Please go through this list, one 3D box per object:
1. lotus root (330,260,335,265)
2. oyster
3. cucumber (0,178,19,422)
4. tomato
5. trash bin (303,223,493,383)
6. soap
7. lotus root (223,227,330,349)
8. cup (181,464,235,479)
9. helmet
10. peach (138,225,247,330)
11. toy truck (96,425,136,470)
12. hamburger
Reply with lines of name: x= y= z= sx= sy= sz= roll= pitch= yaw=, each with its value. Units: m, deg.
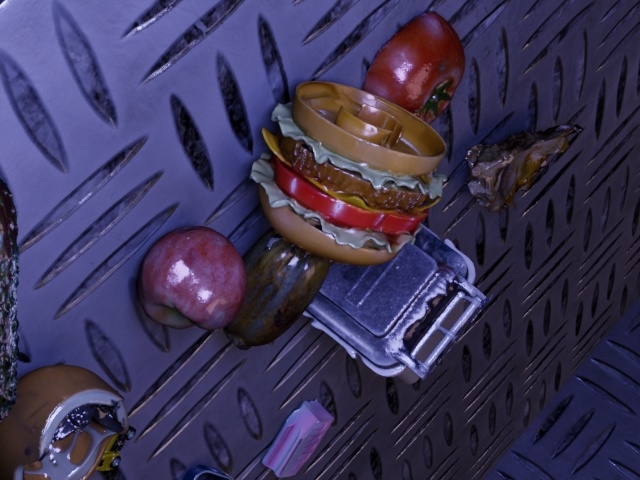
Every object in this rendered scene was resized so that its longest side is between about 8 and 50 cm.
lotus root: x=0.000 y=0.000 z=2.001 sx=0.179 sy=0.080 sz=0.089 roll=-28 pitch=126 yaw=-23
oyster: x=0.365 y=-0.138 z=2.452 sx=0.361 sy=0.096 sz=0.221 roll=-22 pitch=144 yaw=-48
cucumber: x=-0.387 y=0.059 z=1.424 sx=0.096 sy=0.096 sz=0.359 roll=-28 pitch=143 yaw=-43
tomato: x=0.158 y=-0.248 z=1.984 sx=0.225 sy=0.085 sz=0.225 roll=-43 pitch=153 yaw=-28
trash bin: x=0.140 y=0.121 z=2.183 sx=0.256 sy=0.296 sz=0.368 roll=-52 pitch=160 yaw=-8
soap: x=-0.040 y=0.386 z=2.443 sx=0.149 sy=0.056 sz=0.100 roll=-59 pitch=156 yaw=10
lotus root: x=-0.070 y=0.067 z=1.898 sx=0.241 sy=0.124 sz=0.123 roll=-51 pitch=-177 yaw=37
cup: x=-0.214 y=0.491 z=2.222 sx=0.155 sy=0.131 sz=0.176 roll=-35 pitch=119 yaw=-27
helmet: x=-0.361 y=0.248 z=1.652 sx=0.198 sy=0.130 sz=0.224 roll=-32 pitch=157 yaw=-35
peach: x=-0.171 y=0.052 z=1.734 sx=0.152 sy=0.152 sz=0.152 roll=-40 pitch=151 yaw=-28
toy truck: x=-0.324 y=0.305 z=1.876 sx=0.083 sy=0.049 sz=0.054 roll=-60 pitch=152 yaw=10
hamburger: x=0.034 y=-0.081 z=1.761 sx=0.274 sy=0.274 sz=0.212 roll=-11 pitch=129 yaw=-55
